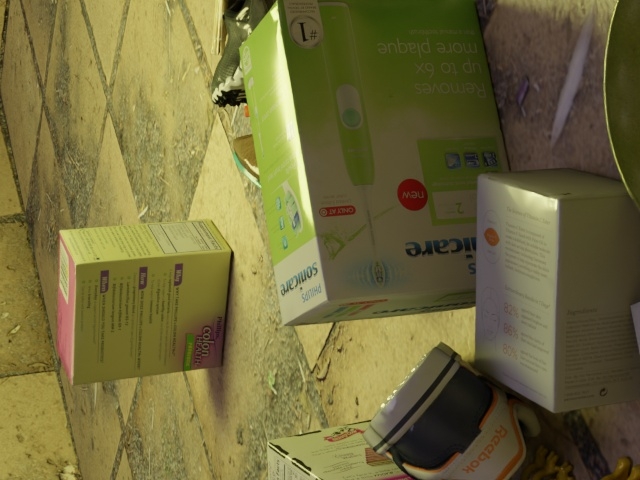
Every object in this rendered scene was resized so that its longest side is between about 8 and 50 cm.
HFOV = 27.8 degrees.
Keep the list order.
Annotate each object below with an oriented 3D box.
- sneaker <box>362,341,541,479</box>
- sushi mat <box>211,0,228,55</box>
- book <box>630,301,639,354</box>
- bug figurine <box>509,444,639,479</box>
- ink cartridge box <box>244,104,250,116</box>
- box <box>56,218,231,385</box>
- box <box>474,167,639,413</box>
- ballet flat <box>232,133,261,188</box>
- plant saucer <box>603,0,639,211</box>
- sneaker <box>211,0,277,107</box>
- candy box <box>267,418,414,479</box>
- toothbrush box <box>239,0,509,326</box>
[{"bbox_3d":[0.117,0.173,1.185,0.127,0.126,0.321,39,180,6],"label":"sneaker"},{"bbox_3d":[-0.132,-0.426,1.787,0.151,0.019,0.316,-92,6,-69],"label":"sushi mat"},{"bbox_3d":[0.279,0.105,0.937,0.096,0.035,0.144,145,119,-60],"label":"book"},{"bbox_3d":[0.205,0.308,1.096,0.216,0.072,0.278,-151,59,-64],"label":"bug figurine"},{"bbox_3d":[-0.082,-0.191,1.754,0.063,0.029,0.115,174,92,-67],"label":"ink cartridge box"},{"bbox_3d":[-0.276,0.092,2.003,0.117,0.243,0.213,-129,39,-54],"label":"box"},{"bbox_3d":[0.194,0.035,1.042,0.130,0.091,0.170,-152,60,-65],"label":"box"},{"bbox_3d":[0.004,-0.070,1.488,0.124,0.116,0.342,-62,34,19],"label":"ballet flat"},{"bbox_3d":[0.278,-0.109,0.883,0.241,0.037,0.240,176,90,-68],"label":"plant saucer"},{"bbox_3d":[-0.090,-0.246,1.642,0.234,0.078,0.106,138,123,-66],"label":"sneaker"},{"bbox_3d":[0.069,0.251,1.269,0.233,0.159,0.071,23,116,58],"label":"candy box"},{"bbox_3d":[0.056,-0.075,1.209,0.122,0.206,0.283,147,117,-64],"label":"toothbrush box"}]
